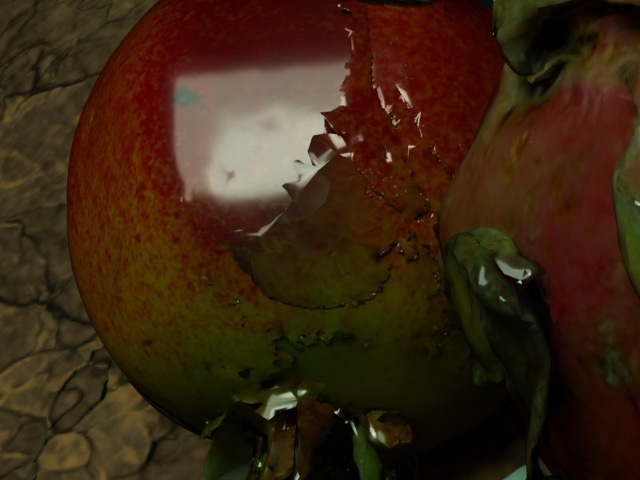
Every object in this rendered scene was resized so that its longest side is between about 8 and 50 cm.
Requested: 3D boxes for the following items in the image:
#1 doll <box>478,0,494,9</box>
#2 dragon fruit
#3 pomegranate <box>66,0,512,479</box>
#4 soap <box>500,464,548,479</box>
[{"bbox_3d":[0.142,-0.168,0.723,0.322,0.186,0.198,24,67,46],"label":"doll"},{"bbox_3d":[0.171,-0.023,0.440,0.269,0.250,0.291,-13,-16,-32],"label":"dragon fruit"},{"bbox_3d":[0.000,0.000,0.644,0.210,0.210,0.235,-8,62,34],"label":"pomegranate"},{"bbox_3d":[0.015,0.175,0.560,0.198,0.066,0.119,-29,36,12],"label":"soap"}]
